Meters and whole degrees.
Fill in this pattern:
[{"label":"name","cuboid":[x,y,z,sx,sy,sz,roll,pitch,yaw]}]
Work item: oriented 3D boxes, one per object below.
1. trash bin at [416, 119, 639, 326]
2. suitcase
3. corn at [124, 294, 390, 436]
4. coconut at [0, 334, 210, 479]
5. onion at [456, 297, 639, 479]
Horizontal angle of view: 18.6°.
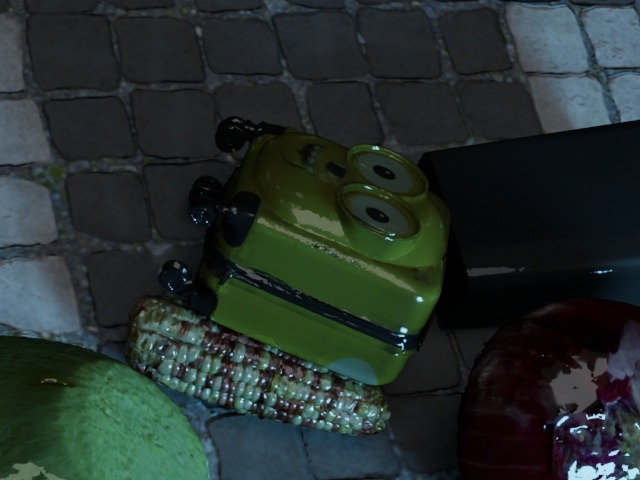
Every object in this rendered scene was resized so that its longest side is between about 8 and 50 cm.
[{"label":"trash bin","cuboid":[0.207,-0.010,1.812,0.225,0.115,0.165,-6,63,-19]},{"label":"suitcase","cuboid":[0.000,0.000,1.672,0.235,0.143,0.194,23,28,-6]},{"label":"corn","cuboid":[-0.054,0.110,1.662,0.237,0.079,0.079,18,55,-11]},{"label":"coconut","cuboid":[-0.247,0.222,1.408,0.281,0.328,0.328,43,49,-29]},{"label":"onion","cuboid":[0.213,0.160,1.656,0.252,0.219,0.252,-10,107,-34]}]
